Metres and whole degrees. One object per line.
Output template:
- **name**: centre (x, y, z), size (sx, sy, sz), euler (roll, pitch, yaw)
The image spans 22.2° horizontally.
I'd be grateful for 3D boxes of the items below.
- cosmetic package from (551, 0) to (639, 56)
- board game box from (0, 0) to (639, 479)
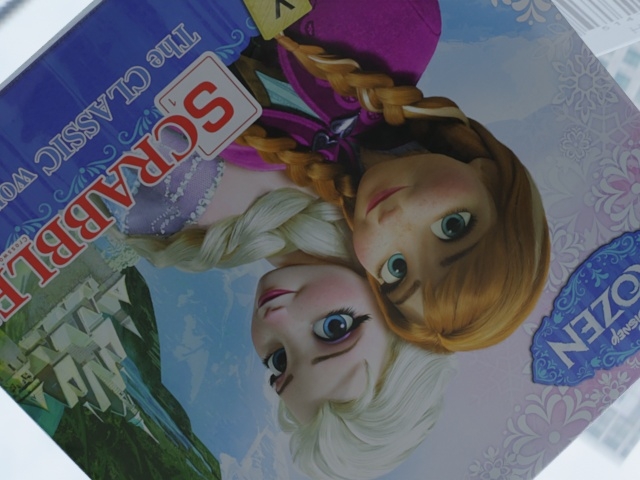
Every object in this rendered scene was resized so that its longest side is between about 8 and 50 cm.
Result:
- **cosmetic package**: centre (0.138, -0.346, 0.953), size (0.230, 0.161, 0.453), euler (-18, -110, 26)
- **board game box**: centre (0.000, 0.000, 0.792), size (0.319, 0.066, 0.318), euler (-43, -76, -4)
